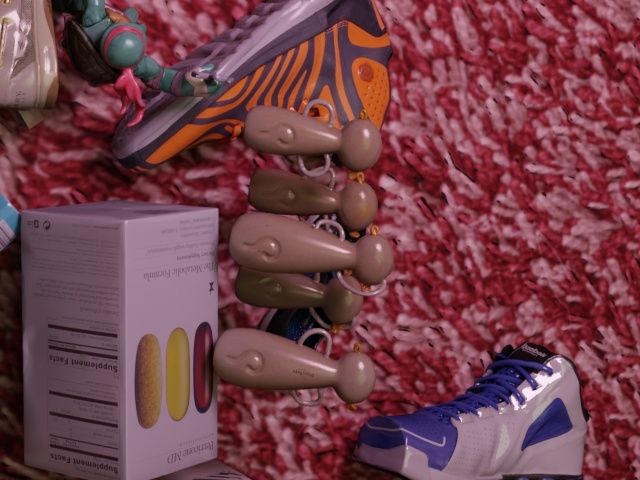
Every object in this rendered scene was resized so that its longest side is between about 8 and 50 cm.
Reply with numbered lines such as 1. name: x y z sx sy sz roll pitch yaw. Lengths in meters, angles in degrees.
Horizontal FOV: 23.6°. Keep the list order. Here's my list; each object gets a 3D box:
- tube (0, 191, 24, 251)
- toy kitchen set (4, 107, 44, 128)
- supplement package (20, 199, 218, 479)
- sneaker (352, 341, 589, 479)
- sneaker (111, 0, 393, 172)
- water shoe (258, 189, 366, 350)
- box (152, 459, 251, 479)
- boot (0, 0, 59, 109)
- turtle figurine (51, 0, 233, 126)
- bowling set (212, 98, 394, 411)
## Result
1. tube: -0.364 0.034 1.406 0.207 0.052 0.080 -41 114 -12
2. toy kitchen set: -0.264 -0.157 1.420 0.075 0.068 0.083 -37 113 -19
3. supplement package: -0.186 0.091 1.435 0.139 0.133 0.244 -11 103 -54
4. sneaker: 0.186 0.194 1.693 0.315 0.127 0.182 16 85 -36
5. sneaker: -0.043 -0.127 1.513 0.321 0.124 0.180 -39 112 -19
6. water shoe: 0.007 0.045 1.589 0.073 0.080 0.203 28 83 -29
7. box: -0.201 0.303 1.502 0.275 0.094 0.113 -11 102 -28
8. boot: -0.325 -0.211 1.351 0.165 0.077 0.213 -6 72 -19
9. turtle figurine: -0.177 -0.192 1.366 0.118 0.234 0.175 -31 114 -12
10. bowling set: 0.000 0.000 1.476 0.154 0.200 0.287 9 102 5
